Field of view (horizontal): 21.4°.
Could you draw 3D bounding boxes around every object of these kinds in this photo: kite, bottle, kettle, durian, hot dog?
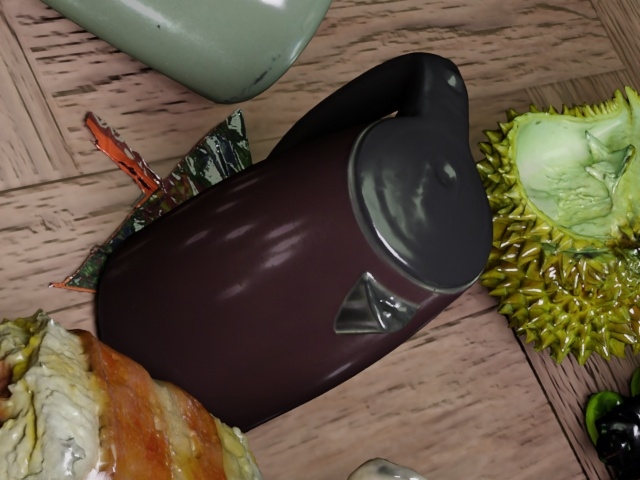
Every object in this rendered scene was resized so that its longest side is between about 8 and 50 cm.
[{"bbox_3d":[-0.088,-0.011,1.099,0.189,0.009,0.232,47,41,-10],"label":"kite"},{"bbox_3d":[-0.157,-0.232,1.066,0.347,0.168,0.168,29,47,-21],"label":"bottle"},{"bbox_3d":[0.000,0.000,0.996,0.144,0.232,0.202,38,48,-23],"label":"kettle"},{"bbox_3d":[0.214,-0.009,1.250,0.237,0.200,0.176,-24,126,-36],"label":"durian"},{"bbox_3d":[-0.113,0.128,0.923,0.213,0.103,0.146,40,21,-31],"label":"hot dog"}]

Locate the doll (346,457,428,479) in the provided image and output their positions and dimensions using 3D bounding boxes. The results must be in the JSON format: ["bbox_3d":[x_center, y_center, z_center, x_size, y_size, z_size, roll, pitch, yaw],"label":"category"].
[{"bbox_3d":[0.120,0.249,0.894,0.349,0.247,0.247,28,48,-27],"label":"doll"}]

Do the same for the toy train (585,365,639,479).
[{"bbox_3d":[0.316,0.142,1.320,0.296,0.100,0.160,-24,85,-48],"label":"toy train"}]
